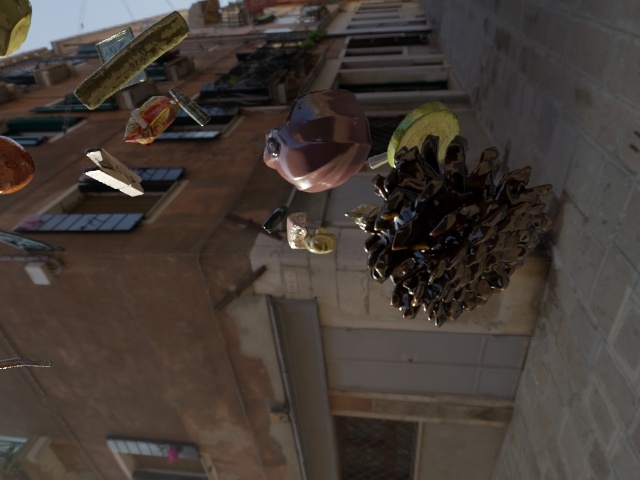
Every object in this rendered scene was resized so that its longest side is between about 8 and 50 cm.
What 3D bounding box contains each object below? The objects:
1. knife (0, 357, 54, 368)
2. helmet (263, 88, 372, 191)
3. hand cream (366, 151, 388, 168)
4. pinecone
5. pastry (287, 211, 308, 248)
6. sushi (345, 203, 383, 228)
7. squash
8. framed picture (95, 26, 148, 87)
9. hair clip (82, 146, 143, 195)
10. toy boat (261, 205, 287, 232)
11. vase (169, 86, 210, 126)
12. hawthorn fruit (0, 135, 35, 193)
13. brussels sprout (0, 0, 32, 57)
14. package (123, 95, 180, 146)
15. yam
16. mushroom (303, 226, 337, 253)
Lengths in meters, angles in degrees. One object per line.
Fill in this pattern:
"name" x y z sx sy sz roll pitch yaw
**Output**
"knife" -1.049 0.422 1.454 0.123 0.278 0.053 -30 67 62
"helmet" 0.006 -0.243 1.217 0.271 0.338 0.197 -6 -121 -45
"hand cream" 0.303 -0.389 2.061 0.054 0.186 0.087 61 -155 -19
"pinecone" 0.259 -0.038 0.920 0.398 0.399 0.396 1 -90 -82
"pastry" -0.100 -0.038 1.979 0.265 0.112 0.102 79 175 -63
"sushi" 0.198 -0.071 1.440 0.134 0.273 0.109 17 79 61
"squash" 0.326 -0.313 1.388 0.048 0.252 0.252 56 166 35
"framed picture" -0.706 -0.634 1.553 0.010 0.232 0.172 -36 -62 -48
"hair clip" -0.858 -0.276 1.834 0.331 0.085 0.101 62 -168 -76
"toy boat" -0.197 -0.100 1.955 0.141 0.055 0.060 -48 12 2
"vase" -0.593 -0.608 1.976 0.211 0.060 0.060 43 -156 -12
"hawthorn fruit" -0.910 -0.216 1.243 0.173 0.173 0.172 1 -90 -82
"brussels sprout" -0.915 -0.608 1.043 0.314 0.372 0.275 -58 27 35
"package" -0.610 -0.443 1.601 0.108 0.223 0.288 46 180 -18
"yam" -0.535 -0.516 1.250 0.083 0.372 0.083 48 173 8
"mushroom" 0.000 0.000 1.887 0.148 0.148 0.112 -53 -30 -76
